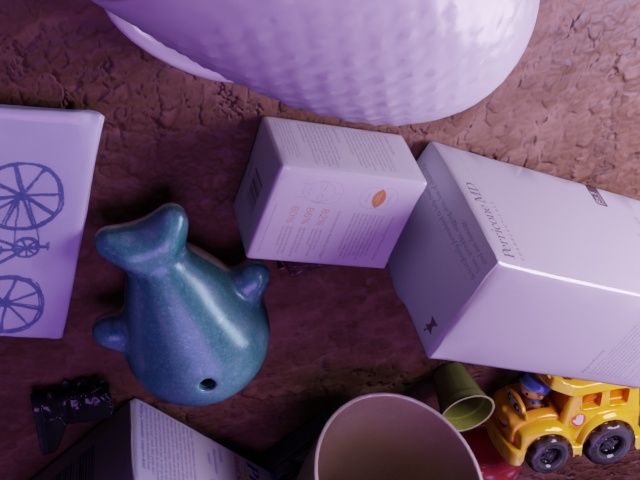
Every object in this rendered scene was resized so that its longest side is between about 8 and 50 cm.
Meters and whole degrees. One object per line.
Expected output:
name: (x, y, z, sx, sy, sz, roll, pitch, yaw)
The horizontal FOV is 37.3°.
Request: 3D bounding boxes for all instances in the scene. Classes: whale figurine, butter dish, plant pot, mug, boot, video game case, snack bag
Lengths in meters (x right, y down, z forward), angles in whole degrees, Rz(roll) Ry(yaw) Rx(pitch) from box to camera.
whale figurine: (-0.156, 0.084, 1.075, 0.216, 0.141, 0.272, -19, 135, -1)
butter dish: (0.258, 0.373, 1.512, 0.160, 0.118, 0.160, -3, 133, -28)
plant pot: (0.200, 0.223, 1.382, 0.083, 0.079, 0.083, -10, 134, -11)
mug: (-0.020, -0.226, 0.770, 0.374, 0.276, 0.328, -15, 154, 39)
boot: (0.000, 0.000, 1.125, 0.114, 0.037, 0.106, -14, 149, -2)
plant pot: (0.057, 0.390, 1.353, 0.256, 0.257, 0.274, 5, 146, -24)
boot: (-0.318, 0.227, 1.225, 0.099, 0.045, 0.121, -9, 134, -17)
video game case: (-0.016, 0.392, 1.499, 0.275, 0.035, 0.248, -40, 133, 17)
snack bag: (-0.412, -0.015, 0.963, 0.342, 0.037, 0.323, 2, 131, -23)

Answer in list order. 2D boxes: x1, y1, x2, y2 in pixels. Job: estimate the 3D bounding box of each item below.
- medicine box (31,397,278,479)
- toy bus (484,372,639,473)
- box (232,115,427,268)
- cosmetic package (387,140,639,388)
medicine box: (-0.237, 0.400, 1.319, 0.263, 0.149, 0.289, -40, 125, 18)
toy bus: (0.365, 0.217, 1.405, 0.220, 0.149, 0.212, -7, 121, -10)
box: (0.007, -0.050, 1.041, 0.170, 0.091, 0.130, 5, 130, -24)
cosmetic package: (0.277, 0.039, 1.141, 0.384, 0.217, 0.156, 12, 128, -32)
